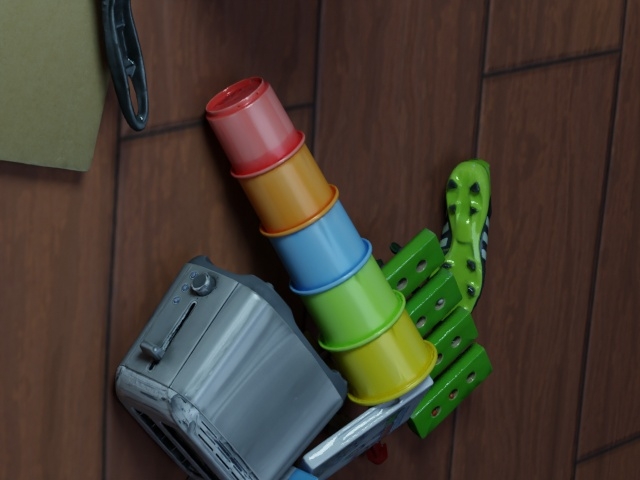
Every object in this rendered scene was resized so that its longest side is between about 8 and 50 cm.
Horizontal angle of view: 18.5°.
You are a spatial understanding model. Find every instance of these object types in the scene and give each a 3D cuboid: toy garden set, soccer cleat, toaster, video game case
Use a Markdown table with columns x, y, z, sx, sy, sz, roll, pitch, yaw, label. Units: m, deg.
| x | y | z | sx | sy | sz | roll | pitch | yaw | label |
| --- | --- | --- | --- | --- | --- | --- | --- | --- | --- |
| 0.059 | 0.120 | 1.961 | 0.204 | 0.049 | 0.244 | -43 | 141 | -14 | toy garden set |
| 0.150 | 0.002 | 2.023 | 0.072 | 0.060 | 0.179 | -37 | 138 | -63 | soccer cleat |
| -0.079 | 0.133 | 1.755 | 0.146 | 0.129 | 0.227 | -51 | 135 | -17 | toaster |
| 0.036 | 0.187 | 1.872 | 0.143 | 0.019 | 0.157 | -34 | 169 | -15 | video game case |

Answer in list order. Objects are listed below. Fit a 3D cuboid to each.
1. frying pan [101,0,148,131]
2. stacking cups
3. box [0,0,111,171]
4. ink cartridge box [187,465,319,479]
| x | y | z | sx | sy | sz | roll | pitch | yaw | label |
| --- | --- | --- | --- | --- | --- | --- | --- | --- | --- |
| -0.186 | -0.251 | 1.522 | 0.197 | 0.053 | 0.326 | 1 | 93 | -48 | frying pan |
| 0.000 | 0.000 | 1.766 | 0.096 | 0.096 | 0.316 | -43 | 119 | -30 | stacking cups |
| -0.226 | -0.160 | 1.557 | 0.164 | 0.021 | 0.201 | 7 | 99 | -50 | box |
| -0.064 | 0.245 | 1.817 | 0.088 | 0.122 | 0.052 | -52 | 140 | -22 | ink cartridge box |
